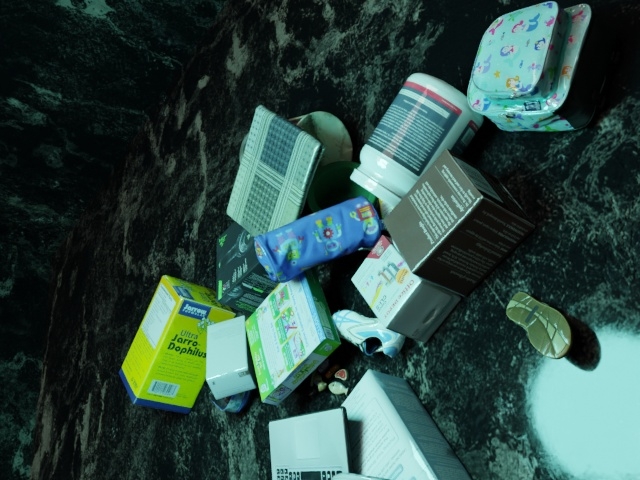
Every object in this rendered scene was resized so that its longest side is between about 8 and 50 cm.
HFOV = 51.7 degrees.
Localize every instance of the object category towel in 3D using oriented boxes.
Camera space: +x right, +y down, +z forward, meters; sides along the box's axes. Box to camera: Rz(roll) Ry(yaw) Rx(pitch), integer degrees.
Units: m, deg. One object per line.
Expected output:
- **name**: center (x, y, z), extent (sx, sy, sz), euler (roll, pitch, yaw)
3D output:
- **towel**: center (-0.119, -0.151, 1.703), extent (0.312, 0.056, 0.325), euler (38, 115, 45)

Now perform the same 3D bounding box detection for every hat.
- **hat**: center (0.051, -0.093, 1.750), extent (0.208, 0.183, 0.173), euler (-9, 70, 3)

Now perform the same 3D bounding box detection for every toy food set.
- **toy food set**: center (0.020, 0.318, 1.548), extent (0.122, 0.019, 0.078), euler (-4, 70, 42)

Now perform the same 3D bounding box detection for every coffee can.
- **coffee can**: center (-0.072, -0.241, 1.846), extent (0.275, 0.201, 0.202), euler (0, 72, 54)

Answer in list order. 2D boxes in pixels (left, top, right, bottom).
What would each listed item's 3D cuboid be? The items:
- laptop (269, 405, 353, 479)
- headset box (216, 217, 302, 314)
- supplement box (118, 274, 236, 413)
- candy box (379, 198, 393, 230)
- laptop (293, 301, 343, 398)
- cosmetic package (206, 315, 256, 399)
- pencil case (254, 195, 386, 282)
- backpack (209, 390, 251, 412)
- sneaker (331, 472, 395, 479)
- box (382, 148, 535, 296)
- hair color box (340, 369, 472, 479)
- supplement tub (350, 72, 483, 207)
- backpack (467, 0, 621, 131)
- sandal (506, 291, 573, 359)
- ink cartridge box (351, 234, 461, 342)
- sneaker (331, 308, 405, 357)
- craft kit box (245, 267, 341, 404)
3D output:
- **laptop**: center (-0.112, 0.561, 1.313), extent (0.382, 0.236, 0.408), euler (-34, 57, 57)
- **headset box**: center (-0.180, 0.039, 1.891), extent (0.283, 0.131, 0.247), euler (-42, 38, 33)
- **supplement box**: center (-0.447, 0.322, 2.047), extent (0.194, 0.195, 0.357), euler (35, 101, 55)
- **candy box**: center (0.182, -0.132, 1.592), extent (0.105, 0.027, 0.206), euler (-33, 47, 37)
- **laptop**: center (-0.063, 0.262, 1.719), extent (0.264, 0.136, 0.235), euler (13, 82, 30)
- **cosmetic package**: center (-0.243, 0.313, 1.789), extent (0.117, 0.086, 0.231), euler (-16, 32, 2)
- **pencil case**: center (0.000, 0.000, 1.558), extent (0.119, 0.305, 0.133), euler (134, 115, -79)
- **backpack**: center (-0.239, 0.415, 1.808), extent (0.114, 0.084, 0.105), euler (23, 92, 61)
- **sneaker**: center (0.119, 0.480, 1.050), extent (0.321, 0.124, 0.180), euler (-8, 64, 51)
- **box**: center (0.267, -0.033, 1.297), extent (0.203, 0.167, 0.169), euler (-50, 38, 24)
- **hair color box**: center (0.154, 0.441, 1.233), extent (0.185, 0.113, 0.374), euler (-56, 35, 17)
- **supplement tub**: center (0.207, -0.205, 1.438), extent (0.272, 0.191, 0.191), euler (-56, 35, 6)
- **backpack**: center (0.403, -0.327, 1.274), extent (0.253, 0.191, 0.225), euler (9, 80, 60)
- **sandal**: center (0.386, 0.147, 1.146), extent (0.072, 0.049, 0.180), euler (-55, 21, 9)
- **ink cartridge box**: center (0.176, 0.101, 1.381), extent (0.128, 0.127, 0.176), euler (-56, 37, 16)
- **sneaker**: center (0.090, 0.209, 1.470), extent (0.237, 0.085, 0.086), euler (-1, 52, 53)
- **craft kit box**: center (-0.075, 0.220, 1.584), extent (0.246, 0.060, 0.250), euler (-45, 40, 24)
